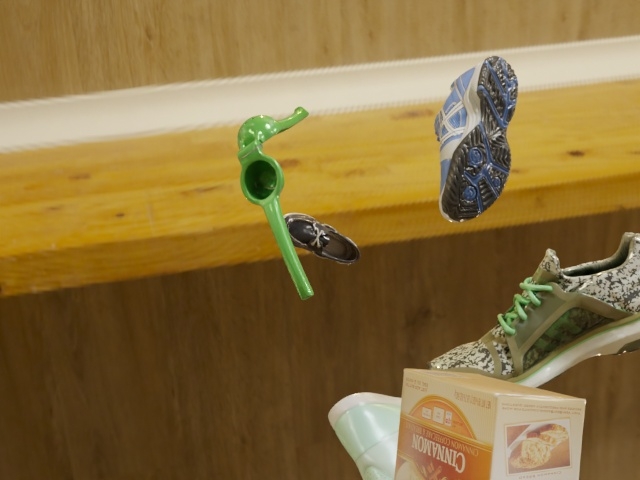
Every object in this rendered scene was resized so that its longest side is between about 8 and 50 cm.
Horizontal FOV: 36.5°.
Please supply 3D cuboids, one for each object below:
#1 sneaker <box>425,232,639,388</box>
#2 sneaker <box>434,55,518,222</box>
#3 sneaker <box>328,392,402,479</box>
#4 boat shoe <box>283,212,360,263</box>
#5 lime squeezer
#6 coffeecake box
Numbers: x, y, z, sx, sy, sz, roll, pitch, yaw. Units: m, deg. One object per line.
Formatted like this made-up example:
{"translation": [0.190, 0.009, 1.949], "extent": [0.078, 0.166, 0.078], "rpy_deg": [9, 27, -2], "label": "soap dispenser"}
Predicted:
{"translation": [0.342, 0.103, 1.483], "extent": [0.410, 0.158, 0.182], "rpy_deg": [-21, -77, 0], "label": "sneaker"}
{"translation": [0.177, -0.115, 1.155], "extent": [0.080, 0.081, 0.211], "rpy_deg": [30, -114, -29], "label": "sneaker"}
{"translation": [0.138, 0.273, 1.214], "extent": [0.256, 0.151, 0.094], "rpy_deg": [7, -48, -35], "label": "sneaker"}
{"translation": [0.000, 0.000, 1.256], "extent": [0.125, 0.038, 0.046], "rpy_deg": [30, -98, -38], "label": "boat shoe"}
{"translation": [-0.055, -0.074, 1.113], "extent": [0.059, 0.310, 0.110], "rpy_deg": [-18, -45, 15], "label": "lime squeezer"}
{"translation": [0.104, 0.187, 0.650], "extent": [0.068, 0.142, 0.185], "rpy_deg": [6, -93, -18], "label": "coffeecake box"}
